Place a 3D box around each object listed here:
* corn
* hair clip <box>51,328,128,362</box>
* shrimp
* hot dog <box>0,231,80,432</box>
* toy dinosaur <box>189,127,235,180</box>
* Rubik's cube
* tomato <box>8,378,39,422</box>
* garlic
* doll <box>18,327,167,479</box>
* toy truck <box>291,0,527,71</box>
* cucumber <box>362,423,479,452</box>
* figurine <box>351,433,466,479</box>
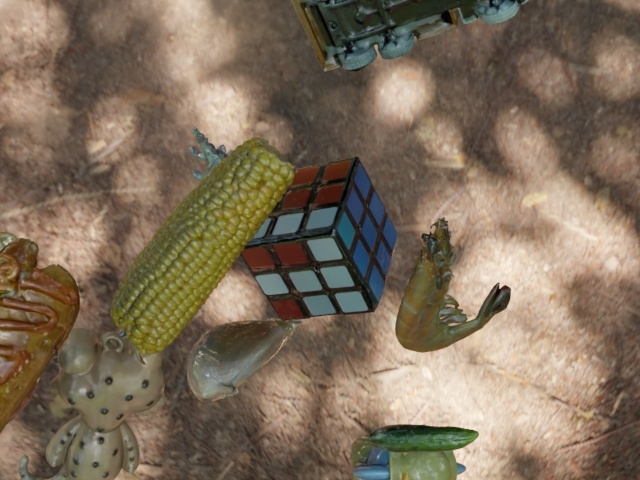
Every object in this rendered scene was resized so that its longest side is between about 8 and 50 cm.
[{"bbox_3d":[-0.151,0.010,1.090,0.101,0.101,0.310,41,102,21],"label":"corn"},{"bbox_3d":[-0.330,0.152,1.526,0.229,0.039,0.070,-38,77,-16],"label":"hair clip"},{"bbox_3d":[0.139,0.047,0.911,0.124,0.178,0.034,-5,38,-17],"label":"shrimp"},{"bbox_3d":[-0.374,0.144,0.868,0.158,0.117,0.349,34,82,19],"label":"hot dog"},{"bbox_3d":[-0.130,-0.070,1.327,0.082,0.209,0.039,-12,23,30],"label":"toy dinosaur"},{"bbox_3d":[0.000,0.000,1.310,0.163,0.162,0.161,-8,40,25],"label":"Rubik's cube"},{"bbox_3d":[-0.405,0.171,1.115,0.139,0.159,0.091,-45,42,-16],"label":"tomato"},{"bbox_3d":[-0.153,0.207,1.482,0.128,0.148,0.266,34,31,-2],"label":"garlic"},{"bbox_3d":[-0.296,0.238,1.217,0.154,0.119,0.278,17,111,-19],"label":"doll"},{"bbox_3d":[0.142,-0.365,1.254,0.338,0.133,0.184,-15,36,18],"label":"toy truck"},{"bbox_3d":[0.125,0.259,1.212,0.167,0.039,0.039,-7,64,28],"label":"cucumber"},{"bbox_3d":[0.141,0.397,1.586,0.180,0.262,0.154,28,75,-2],"label":"figurine"}]
